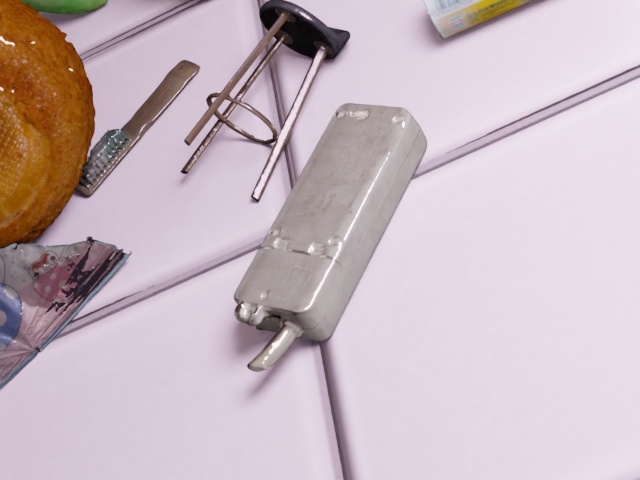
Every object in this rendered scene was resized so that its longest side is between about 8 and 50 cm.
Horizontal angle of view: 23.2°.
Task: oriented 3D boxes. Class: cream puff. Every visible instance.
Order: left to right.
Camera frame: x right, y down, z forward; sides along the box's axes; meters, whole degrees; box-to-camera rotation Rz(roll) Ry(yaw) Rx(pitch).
[{"bbox_3d":[-0.381,-0.121,1.624,0.303,0.303,0.212,-36,17,1],"label":"cream puff"}]

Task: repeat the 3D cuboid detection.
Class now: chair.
[{"bbox_3d":[-0.059,-0.157,1.566,0.104,0.095,0.221,21,67,29],"label":"chair"}]

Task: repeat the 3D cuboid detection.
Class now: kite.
[{"bbox_3d":[-0.353,0.027,1.531,0.335,0.314,0.011,-2,5,-13],"label":"kite"}]

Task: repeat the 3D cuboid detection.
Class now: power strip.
[{"bbox_3d":[0.000,0.000,1.430,0.093,0.053,0.288,10,62,36],"label":"power strip"}]

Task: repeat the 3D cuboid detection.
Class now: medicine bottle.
[{"bbox_3d":[0.206,-0.267,1.506,0.218,0.074,0.074,-22,46,17],"label":"medicine bottle"}]

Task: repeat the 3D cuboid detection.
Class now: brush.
[{"bbox_3d":[-0.202,-0.128,1.683,0.034,0.027,0.190,28,72,41],"label":"brush"}]

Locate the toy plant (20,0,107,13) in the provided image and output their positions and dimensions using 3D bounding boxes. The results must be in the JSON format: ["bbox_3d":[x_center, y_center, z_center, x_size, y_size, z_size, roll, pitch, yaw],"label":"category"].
[{"bbox_3d":[-0.447,-0.316,1.747,0.317,0.356,0.210,31,109,12],"label":"toy plant"}]
